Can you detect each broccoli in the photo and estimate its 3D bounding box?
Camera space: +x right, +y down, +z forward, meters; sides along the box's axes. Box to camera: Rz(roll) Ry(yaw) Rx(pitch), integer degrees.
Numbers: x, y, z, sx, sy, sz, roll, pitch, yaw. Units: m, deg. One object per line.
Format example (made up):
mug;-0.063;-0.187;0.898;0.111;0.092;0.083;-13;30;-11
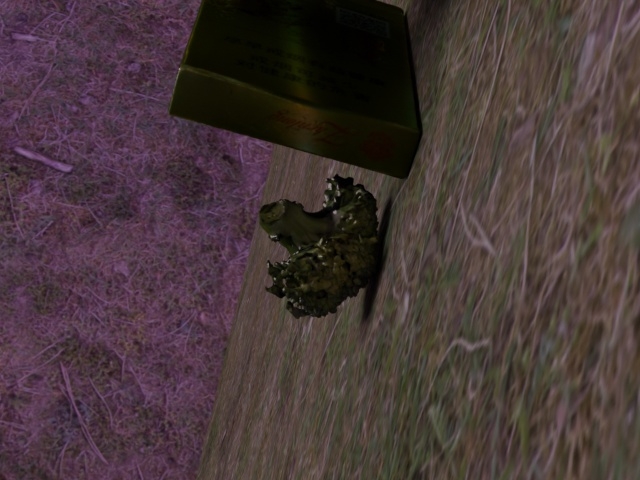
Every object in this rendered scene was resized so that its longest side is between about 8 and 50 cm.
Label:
broccoli;0.000;0.000;0.971;0.097;0.092;0.095;-44;23;5

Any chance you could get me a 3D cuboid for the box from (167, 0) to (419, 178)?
box;-0.015;-0.144;1.061;0.311;0.172;0.043;-89;16;-64
